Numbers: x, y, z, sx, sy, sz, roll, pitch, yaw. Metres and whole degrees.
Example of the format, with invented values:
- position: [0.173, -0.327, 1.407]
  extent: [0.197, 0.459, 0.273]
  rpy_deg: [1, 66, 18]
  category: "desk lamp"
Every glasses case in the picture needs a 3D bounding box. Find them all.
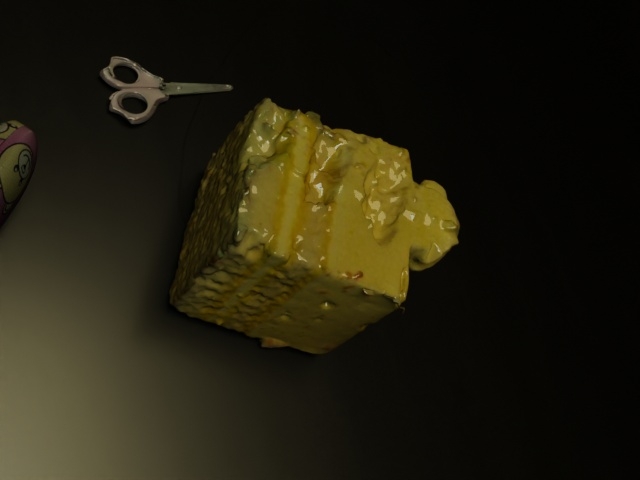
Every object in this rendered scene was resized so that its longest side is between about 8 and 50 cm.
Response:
- position: [-0.387, 0.004, 0.802]
  extent: [0.076, 0.123, 0.316]
  rpy_deg: [33, 56, -8]
  category: "glasses case"

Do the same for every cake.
- position: [0.000, 0.000, 0.972]
  extent: [0.286, 0.227, 0.222]
  rpy_deg: [22, 58, -21]
  category: "cake"

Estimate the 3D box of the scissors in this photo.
- position: [-0.199, -0.203, 1.078]
  extent: [0.189, 0.015, 0.100]
  rpy_deg: [-10, 71, -35]
  category: "scissors"
